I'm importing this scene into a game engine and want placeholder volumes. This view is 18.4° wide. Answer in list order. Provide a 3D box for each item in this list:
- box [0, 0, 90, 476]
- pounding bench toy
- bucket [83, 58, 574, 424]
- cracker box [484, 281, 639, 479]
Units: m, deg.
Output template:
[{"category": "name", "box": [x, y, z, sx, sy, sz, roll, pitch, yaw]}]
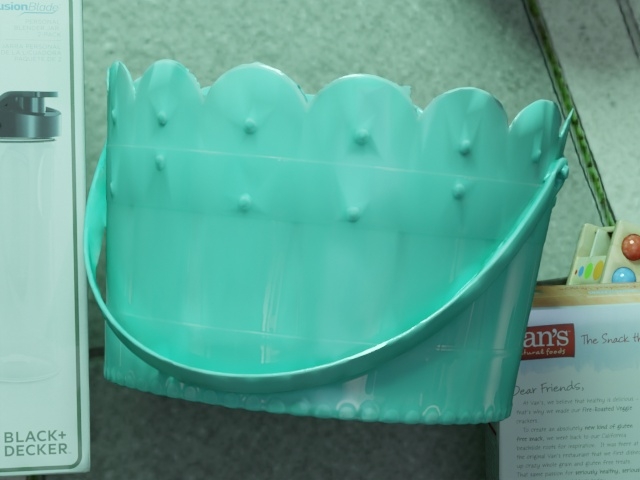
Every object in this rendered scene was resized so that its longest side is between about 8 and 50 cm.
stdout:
[{"category": "box", "box": [-0.224, -0.007, 1.159, 0.169, 0.087, 0.290, -2, 89, -17]}, {"category": "pounding bench toy", "box": [0.216, 0.024, 1.307, 0.083, 0.065, 0.052, 19, 83, -16]}, {"category": "bucket", "box": [0.000, 0.000, 1.141, 0.281, 0.281, 0.183, 5, 91, -17]}, {"category": "cracker box", "box": [0.185, 0.144, 1.256, 0.155, 0.067, 0.232, -2, 101, -4]}]
